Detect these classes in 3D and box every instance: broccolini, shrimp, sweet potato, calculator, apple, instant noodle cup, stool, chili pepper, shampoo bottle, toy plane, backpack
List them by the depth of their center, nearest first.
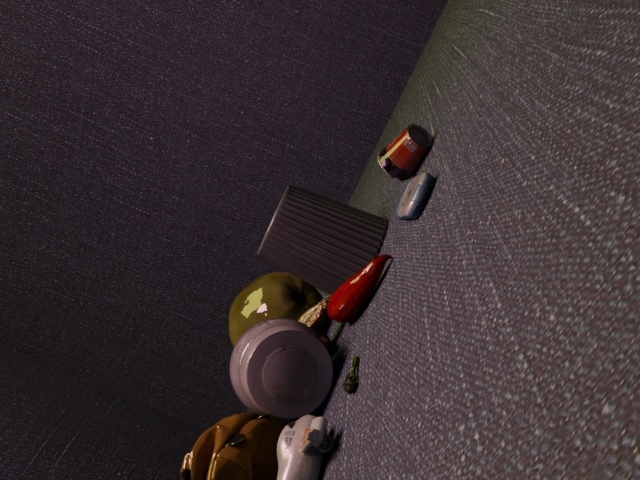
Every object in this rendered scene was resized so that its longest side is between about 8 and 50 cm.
[{"bbox_3d":[-0.053,0.478,1.508,0.245,0.117,0.244,-157,90,-87],"label":"toy plane"},{"bbox_3d":[0.076,0.298,1.582,0.035,0.030,0.140,-55,4,25],"label":"broccolini"},{"bbox_3d":[-0.192,0.596,1.655,0.353,0.201,0.378,-27,-58,-65],"label":"backpack"},{"bbox_3d":[0.238,-0.109,1.777,0.121,0.039,0.210,-64,3,-1],"label":"calculator"},{"bbox_3d":[-0.105,0.345,1.883,0.273,0.273,0.266,-66,10,-11],"label":"shampoo bottle"},{"bbox_3d":[0.093,0.156,1.917,0.137,0.092,0.368,-36,-7,-28],"label":"chili pepper"},{"bbox_3d":[0.252,-0.262,2.031,0.135,0.127,0.127,-50,14,45],"label":"instant noodle cup"},{"bbox_3d":[-0.027,0.242,2.092,0.217,0.051,0.115,-41,17,17],"label":"shrimp"},{"bbox_3d":[-0.027,0.329,2.169,0.112,0.112,0.359,-67,7,-16],"label":"sweet potato"},{"bbox_3d":[0.000,0.000,2.175,0.297,0.330,0.297,-155,90,-87],"label":"stool"},{"bbox_3d":[-0.152,0.284,2.463,0.357,0.357,0.357,-156,90,-86],"label":"apple"}]

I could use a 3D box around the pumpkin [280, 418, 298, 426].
[{"bbox_3d":[-0.123,0.476,2.173,0.238,0.159,0.238,-61,8,14],"label":"pumpkin"}]
